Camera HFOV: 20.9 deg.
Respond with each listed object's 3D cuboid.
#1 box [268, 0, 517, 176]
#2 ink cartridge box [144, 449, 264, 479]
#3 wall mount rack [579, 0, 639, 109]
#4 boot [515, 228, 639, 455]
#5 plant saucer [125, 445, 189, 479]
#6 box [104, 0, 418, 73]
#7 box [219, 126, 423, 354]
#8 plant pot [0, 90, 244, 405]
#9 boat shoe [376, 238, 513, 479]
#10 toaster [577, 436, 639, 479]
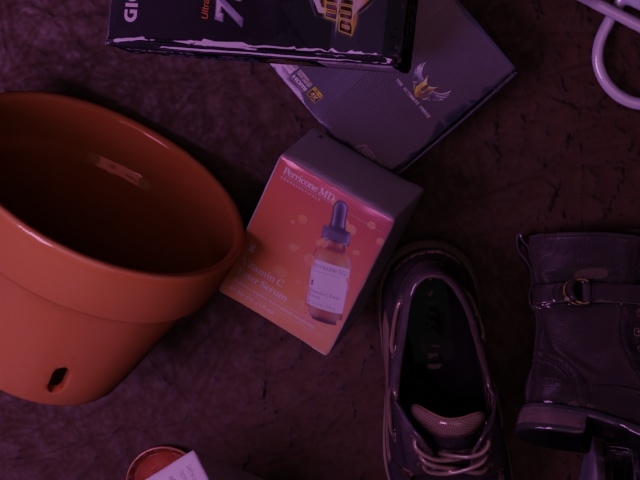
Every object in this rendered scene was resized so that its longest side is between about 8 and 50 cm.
[{"bbox_3d":[0.053,-0.195,1.713,0.183,0.059,0.232,-40,94,7],"label":"box"},{"bbox_3d":[-0.159,0.372,1.711,0.270,0.197,0.198,-33,66,8],"label":"ink cartridge box"},{"bbox_3d":[0.332,-0.304,1.644,0.304,0.130,0.350,27,98,-1],"label":"wall mount rack"},{"bbox_3d":[0.311,0.095,1.689,0.263,0.091,0.229,8,69,7],"label":"boot"},{"bbox_3d":[-0.162,0.255,1.818,0.083,0.013,0.083,1,99,4],"label":"plant saucer"},{"bbox_3d":[-0.046,-0.316,1.652,0.293,0.073,0.295,6,89,12],"label":"box"},{"bbox_3d":[0.000,0.000,1.696,0.130,0.091,0.170,30,120,9],"label":"box"},{"bbox_3d":[-0.244,0.021,1.669,0.291,0.291,0.203,28,117,-1],"label":"plant pot"},{"bbox_3d":[0.117,0.180,1.729,0.132,0.130,0.355,-11,98,5],"label":"boat shoe"},{"bbox_3d":[0.336,0.275,1.700,0.168,0.185,0.110,7,116,3],"label":"toaster"}]
